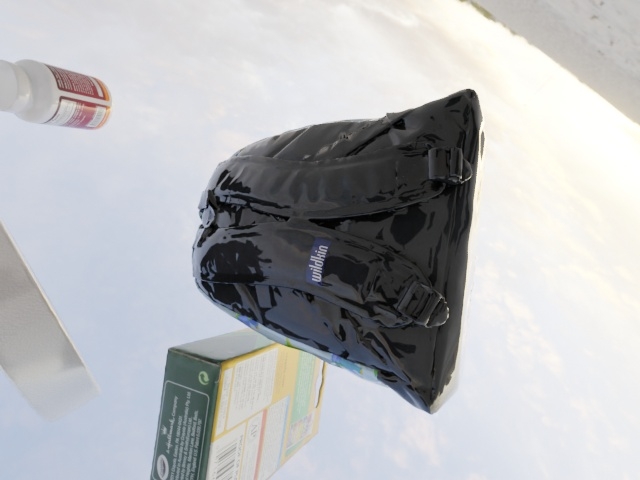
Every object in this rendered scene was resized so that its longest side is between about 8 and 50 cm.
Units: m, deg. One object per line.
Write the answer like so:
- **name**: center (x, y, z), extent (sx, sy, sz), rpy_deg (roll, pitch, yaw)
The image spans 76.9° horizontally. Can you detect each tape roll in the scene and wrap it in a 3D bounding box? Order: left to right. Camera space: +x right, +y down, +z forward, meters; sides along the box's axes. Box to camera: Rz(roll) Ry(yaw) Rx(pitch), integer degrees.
- **tape roll**: center (-0.439, 0.072, 0.572), extent (0.072, 0.392, 0.392), rpy_deg (-29, -108, -33)

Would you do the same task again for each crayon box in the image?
- **crayon box**: center (-0.090, 0.232, 0.583), extent (0.083, 0.202, 0.323), rpy_deg (8, 180, 24)

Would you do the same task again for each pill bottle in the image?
- **pill bottle**: center (-0.390, -0.210, 0.586), extent (0.086, 0.086, 0.152), rpy_deg (43, -163, 6)

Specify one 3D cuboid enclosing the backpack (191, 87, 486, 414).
- **backpack**: center (0.000, 0.000, 0.486), extent (0.273, 0.356, 0.289), rpy_deg (21, -105, -64)
